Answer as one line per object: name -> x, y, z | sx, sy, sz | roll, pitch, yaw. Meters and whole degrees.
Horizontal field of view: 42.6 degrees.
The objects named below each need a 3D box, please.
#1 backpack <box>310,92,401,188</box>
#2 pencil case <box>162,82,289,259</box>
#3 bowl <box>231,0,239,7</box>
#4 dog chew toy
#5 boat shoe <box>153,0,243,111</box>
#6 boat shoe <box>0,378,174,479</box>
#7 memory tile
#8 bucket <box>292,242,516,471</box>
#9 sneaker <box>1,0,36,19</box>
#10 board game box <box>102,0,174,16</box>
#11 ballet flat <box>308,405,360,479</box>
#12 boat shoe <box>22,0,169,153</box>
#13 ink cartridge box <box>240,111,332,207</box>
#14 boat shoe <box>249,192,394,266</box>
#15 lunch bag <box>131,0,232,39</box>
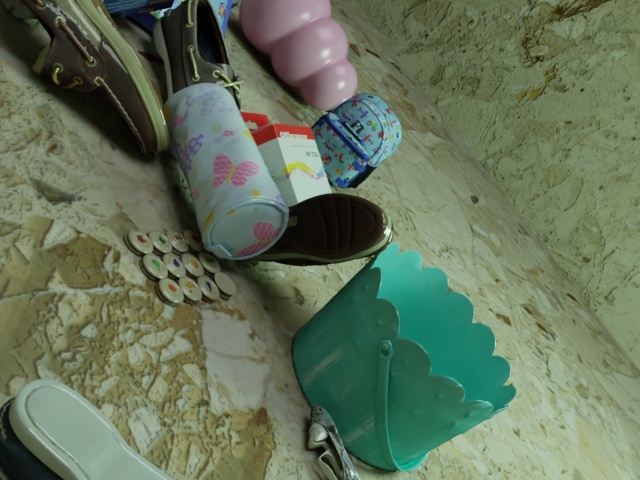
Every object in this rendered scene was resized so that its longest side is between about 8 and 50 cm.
backpack -> 0.068, -0.207, 1.651 | 0.158, 0.173, 0.117 | 53, 22, 8
pencil case -> -0.140, -0.100, 1.139 | 0.113, 0.124, 0.273 | 75, -10, -51
bowl -> -0.254, -0.549, 1.771 | 0.142, 0.053, 0.142 | 49, 22, 4
dog chew toy -> -0.035, -0.432, 1.815 | 0.332, 0.206, 0.206 | 59, 23, 2
boat shoe -> -0.184, -0.261, 1.338 | 0.116, 0.096, 0.324 | 18, 45, -51
boat shoe -> -0.164, 0.224, 0.645 | 0.254, 0.079, 0.095 | 45, 25, -3
memory tile -> -0.172, 0.031, 1.032 | 0.113, 0.012, 0.148 | 55, 23, 16
bucket -> 0.109, 0.162, 1.115 | 0.281, 0.183, 0.281 | 39, 25, -22
sneaker -> -0.437, -0.401, 1.165 | 0.215, 0.084, 0.083 | 61, 23, 4
board game box -> -0.363, -0.455, 1.338 | 0.194, 0.060, 0.194 | -24, 73, -38
ballet flat -> 0.008, 0.249, 0.981 | 0.041, 0.041, 0.114 | 16, 38, -53
boat shoe -> -0.326, -0.252, 1.094 | 0.342, 0.123, 0.123 | 61, -13, -19
ink cartridge box -> -0.054, -0.105, 1.293 | 0.134, 0.078, 0.231 | -12, 83, -65
boat shoe -> 0.001, -0.008, 1.130 | 0.095, 0.257, 0.095 | 28, 69, -48
lunch bag -> -0.275, -0.464, 1.524 | 0.221, 0.138, 0.293 | 35, 37, -35
